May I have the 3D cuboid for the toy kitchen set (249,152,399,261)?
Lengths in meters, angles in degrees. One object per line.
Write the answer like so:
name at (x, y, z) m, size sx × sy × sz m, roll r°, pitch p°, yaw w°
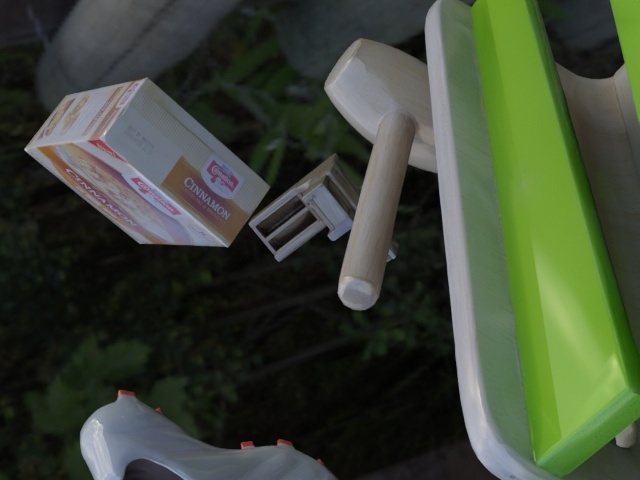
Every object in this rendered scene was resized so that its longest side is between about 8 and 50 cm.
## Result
toy kitchen set at (0.000, 0.000, 0.896) m, size 0.068 × 0.075 × 0.083 m, roll 51°, pitch -165°, yaw -8°

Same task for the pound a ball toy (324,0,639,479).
pound a ball toy at (0.108, -0.019, 0.540) m, size 0.208 × 0.135 × 0.319 m, roll -49°, pitch 24°, yaw 31°

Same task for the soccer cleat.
soccer cleat at (-0.063, 0.157, 0.881) m, size 0.068 × 0.196 × 0.076 m, roll -49°, pitch 35°, yaw 24°

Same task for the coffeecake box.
coffeecake box at (-0.151, -0.062, 1.207) m, size 0.142 × 0.068 × 0.185 m, roll 42°, pitch 161°, yaw -24°
